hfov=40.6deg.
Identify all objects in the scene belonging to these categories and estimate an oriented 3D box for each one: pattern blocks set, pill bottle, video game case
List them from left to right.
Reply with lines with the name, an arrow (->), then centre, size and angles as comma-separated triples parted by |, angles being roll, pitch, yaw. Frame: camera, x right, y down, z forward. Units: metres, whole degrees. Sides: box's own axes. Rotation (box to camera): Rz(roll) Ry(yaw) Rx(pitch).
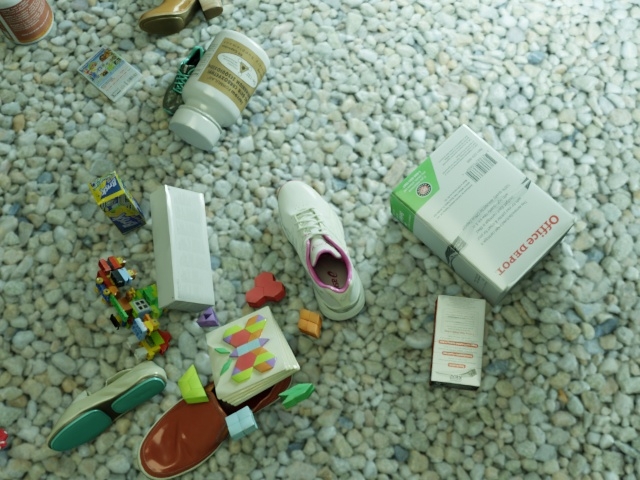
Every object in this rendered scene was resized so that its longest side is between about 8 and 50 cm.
pill bottle -> -0.663, -0.525, 1.848 | 0.121, 0.216, 0.121 | -1, 71, 2
video game case -> -0.461, -0.366, 1.890 | 0.122, 0.011, 0.087 | 40, 78, 15
pill bottle -> -0.212, -0.309, 1.792 | 0.131, 0.131, 0.229 | 25, 74, 11
pattern blocks set -> -0.130, 0.203, 1.574 | 0.285, 0.026, 0.325 | -34, 41, -9

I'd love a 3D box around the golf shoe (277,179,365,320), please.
golf shoe -> 0.000, 0.000, 1.668 | 0.115, 0.140, 0.306 | -26, 70, -4

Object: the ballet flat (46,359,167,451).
ballet flat -> -0.404, 0.303, 1.621 | 0.248, 0.086, 0.086 | -29, 71, -9

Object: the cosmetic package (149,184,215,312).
cosmetic package -> -0.273, 0.017, 1.693 | 0.060, 0.098, 0.239 | -24, 64, 37

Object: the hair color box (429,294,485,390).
hair color box -> 0.258, 0.193, 1.630 | 0.093, 0.053, 0.167 | 7, 70, 4

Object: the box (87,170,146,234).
box -> -0.396, -0.071, 1.697 | 0.059, 0.169, 0.054 | -26, 72, -5

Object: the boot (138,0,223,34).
boot -> -0.326, -0.545, 1.917 | 0.197, 0.073, 0.152 | -18, 71, -16

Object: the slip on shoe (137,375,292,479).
slip on shoe -> -0.197, 0.316, 1.585 | 0.331, 0.101, 0.123 | -35, 74, -8

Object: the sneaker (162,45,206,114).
sneaker -> -0.289, -0.347, 1.839 | 0.065, 0.076, 0.167 | 25, 74, 12

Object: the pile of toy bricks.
pile of toy bricks -> -0.347, 0.116, 1.674 | 0.105, 0.118, 0.212 | -18, 56, -37

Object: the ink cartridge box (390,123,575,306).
ink cartridge box -> 0.308, -0.046, 1.675 | 0.211, 0.121, 0.289 | -42, 74, -11

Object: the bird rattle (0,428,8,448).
bird rattle -> -0.701, 0.325, 1.577 | 0.253, 0.143, 0.207 | 7, 37, -25
